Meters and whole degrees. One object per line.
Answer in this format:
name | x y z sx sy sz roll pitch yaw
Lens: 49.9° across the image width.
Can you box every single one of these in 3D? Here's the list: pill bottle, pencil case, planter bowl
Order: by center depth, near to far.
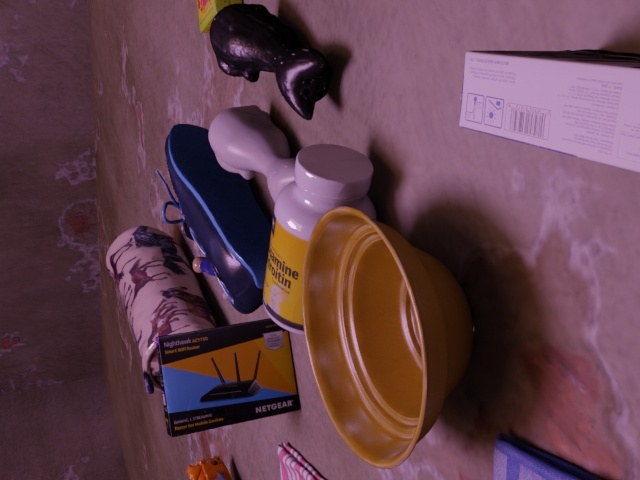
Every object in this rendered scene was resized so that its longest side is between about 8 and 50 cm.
planter bowl | 0.066 0.075 0.588 0.217 0.090 0.217 174 90 -66
pill bottle | 0.000 0.000 0.700 0.103 0.103 0.184 -125 36 -46
pencil case | -0.316 0.131 1.374 0.410 0.160 0.183 51 126 50

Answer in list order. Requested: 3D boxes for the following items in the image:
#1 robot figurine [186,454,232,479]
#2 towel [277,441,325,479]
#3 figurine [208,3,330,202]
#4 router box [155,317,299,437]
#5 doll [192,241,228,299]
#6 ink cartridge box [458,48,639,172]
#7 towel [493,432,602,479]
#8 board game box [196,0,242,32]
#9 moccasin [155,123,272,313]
robot figurine | -0.176 0.556 1.244 0.291 0.085 0.211 57 135 38
towel | -0.019 0.377 0.940 0.197 0.029 0.144 -165 71 -64
figurine | -0.057 -0.148 0.816 0.209 0.092 0.214 46 138 47
router box | -0.128 0.183 0.943 0.046 0.179 0.133 159 102 -67
doll | -0.155 0.033 1.125 0.189 0.046 0.129 3 90 59
ink cartridge box | 0.166 -0.060 0.321 0.207 0.097 0.046 -144 51 -59
towel | 0.188 0.294 0.453 0.209 0.034 0.284 -175 81 -68
board game box | -0.156 -0.407 1.006 0.092 0.043 0.181 175 88 -66
moccasin | -0.166 -0.038 1.010 0.116 0.138 0.342 -63 39 36
